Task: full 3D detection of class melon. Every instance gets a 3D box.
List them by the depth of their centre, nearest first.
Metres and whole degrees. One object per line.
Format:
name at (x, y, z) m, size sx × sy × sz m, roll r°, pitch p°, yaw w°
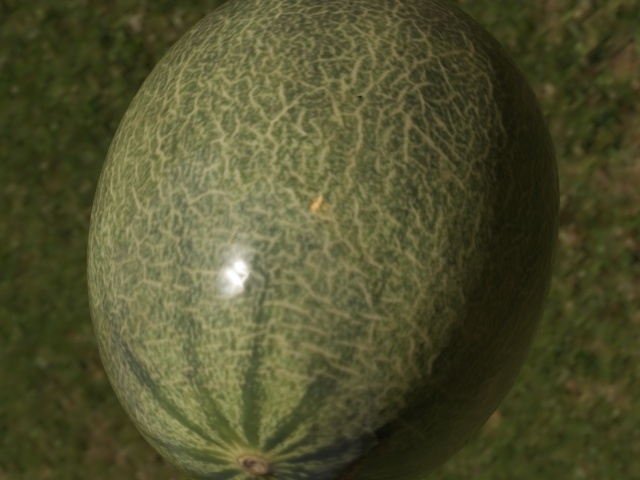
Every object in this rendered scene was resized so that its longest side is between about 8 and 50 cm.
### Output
melon at (0.000, 0.000, 1.011) m, size 0.237 × 0.301 × 0.237 m, roll 7°, pitch 132°, yaw 8°
